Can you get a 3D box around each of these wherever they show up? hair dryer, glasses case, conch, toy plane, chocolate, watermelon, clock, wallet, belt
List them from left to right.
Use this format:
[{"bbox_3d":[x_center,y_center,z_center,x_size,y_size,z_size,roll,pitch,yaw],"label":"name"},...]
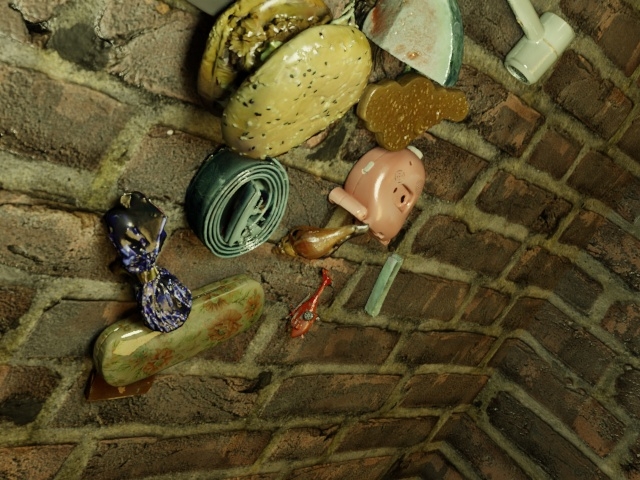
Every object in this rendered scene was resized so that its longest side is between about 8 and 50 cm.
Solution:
[{"bbox_3d":[-0.454,0.320,1.905,0.176,0.026,0.095,0,118,-50],"label":"wallet"},{"bbox_3d":[-0.354,0.043,1.666,0.149,0.126,0.343,-3,136,6],"label":"chocolate"},{"bbox_3d":[-0.310,0.197,1.879,0.425,0.098,0.156,-22,134,-34],"label":"glasses case"},{"bbox_3d":[-0.167,-0.088,1.738,0.207,0.116,0.267,-11,134,-37],"label":"belt"},{"bbox_3d":[-0.023,0.173,2.215,0.194,0.077,0.126,-48,157,-17],"label":"toy plane"},{"bbox_3d":[-0.002,0.006,1.993,0.233,0.080,0.086,2,150,1],"label":"conch"},{"bbox_3d":[0.172,-0.128,2.070,0.241,0.142,0.227,-51,147,-2],"label":"clock"},{"bbox_3d":[0.210,-0.385,1.943,0.083,0.033,0.080,-34,133,-20],"label":"toy plane"},{"bbox_3d":[0.199,-0.424,1.757,0.214,0.289,0.319,-11,154,-2],"label":"watermelon"},{"bbox_3d":[0.503,-0.552,2.078,0.173,0.107,0.357,-50,138,1],"label":"hair dryer"}]

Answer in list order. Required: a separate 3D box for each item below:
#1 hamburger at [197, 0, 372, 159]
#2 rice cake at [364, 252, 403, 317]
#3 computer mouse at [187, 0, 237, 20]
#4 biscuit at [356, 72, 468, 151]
[{"bbox_3d":[-0.065,-0.316,1.513,0.318,0.195,0.277,-33,162,-16],"label":"hamburger"},{"bbox_3d":[0.183,0.132,2.428,0.034,0.043,0.210,-2,125,-42],"label":"rice cake"},{"bbox_3d":[-0.174,-0.447,1.419,0.120,0.057,0.232,-56,146,10],"label":"computer mouse"},{"bbox_3d":[0.218,-0.305,1.952,0.320,0.047,0.183,-16,128,-26],"label":"biscuit"}]
